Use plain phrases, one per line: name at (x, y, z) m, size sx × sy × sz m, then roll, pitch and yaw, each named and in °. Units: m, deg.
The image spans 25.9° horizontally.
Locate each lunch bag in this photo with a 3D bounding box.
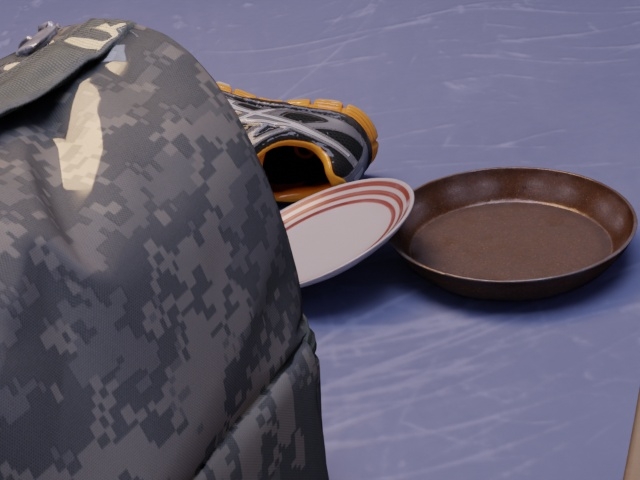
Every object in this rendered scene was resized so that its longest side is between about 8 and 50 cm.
lunch bag at (-0.138, 0.061, 0.610) m, size 0.212 × 0.256 × 0.305 m, roll 7°, pitch 27°, yaw 23°

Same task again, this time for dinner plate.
dinner plate at (0.000, 0.000, 0.941) m, size 0.141 × 0.017 × 0.141 m, roll -20°, pitch 23°, yaw 9°

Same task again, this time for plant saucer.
plant saucer at (0.128, -0.003, 0.943) m, size 0.168 × 0.029 × 0.168 m, roll -3°, pitch 28°, yaw 2°

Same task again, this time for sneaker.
sneaker at (-0.066, -0.067, 1.044) m, size 0.215 × 0.084 × 0.083 m, roll 0°, pitch 33°, yaw 8°

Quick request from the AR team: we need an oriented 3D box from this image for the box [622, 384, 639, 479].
box at (0.178, 0.146, 0.518) m, size 0.148 × 0.121 × 0.311 m, roll 5°, pitch 23°, yaw 15°
